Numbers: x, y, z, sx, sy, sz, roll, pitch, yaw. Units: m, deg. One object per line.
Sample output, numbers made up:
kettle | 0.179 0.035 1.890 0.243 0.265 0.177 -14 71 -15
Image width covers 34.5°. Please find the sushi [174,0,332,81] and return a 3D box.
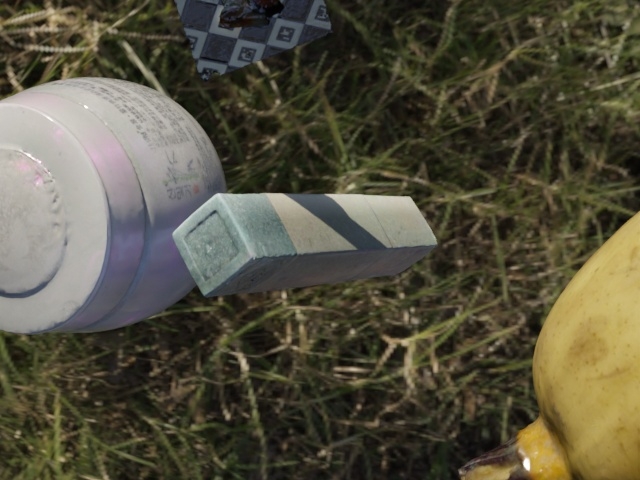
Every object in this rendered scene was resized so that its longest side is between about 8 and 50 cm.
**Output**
sushi | -0.061 -0.205 0.845 0.120 0.026 0.126 -21 133 -4

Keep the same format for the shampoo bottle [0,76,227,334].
shampoo bottle | -0.252 -0.036 1.099 0.266 0.273 0.272 -22 97 -62

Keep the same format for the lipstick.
lipstick | 0.000 0.000 0.964 0.317 0.066 0.068 -3 59 -56

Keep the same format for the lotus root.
lotus root | 0.213 0.081 0.606 0.183 0.182 0.310 40 108 -21
